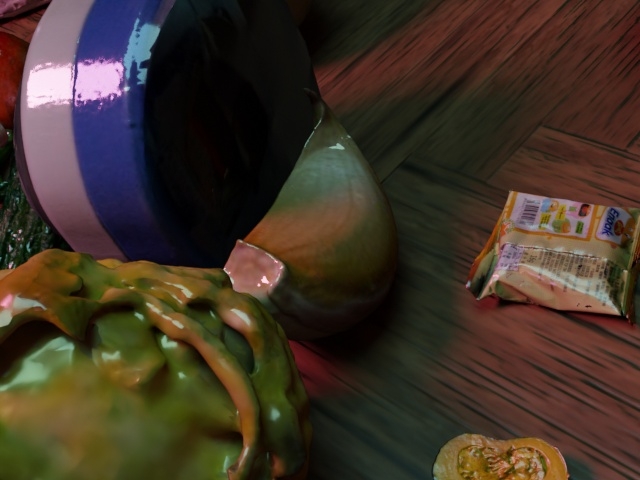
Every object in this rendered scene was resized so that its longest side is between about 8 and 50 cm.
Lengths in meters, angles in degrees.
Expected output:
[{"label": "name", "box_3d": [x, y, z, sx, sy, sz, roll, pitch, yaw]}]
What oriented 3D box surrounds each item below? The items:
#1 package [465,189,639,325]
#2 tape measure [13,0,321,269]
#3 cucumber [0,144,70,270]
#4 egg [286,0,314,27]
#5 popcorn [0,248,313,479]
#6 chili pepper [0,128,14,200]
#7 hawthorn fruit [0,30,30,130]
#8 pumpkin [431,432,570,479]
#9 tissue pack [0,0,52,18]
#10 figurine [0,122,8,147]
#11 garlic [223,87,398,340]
[{"label": "package", "box_3d": [0.180, 0.009, 0.656, 0.120, 0.031, 0.108, 9, 52, 23]}, {"label": "tape measure", "box_3d": [-0.123, -0.096, 0.730, 0.138, 0.259, 0.262, 5, 54, 27]}, {"label": "cucumber", "box_3d": [-0.271, -0.021, 0.848, 0.077, 0.077, 0.265, -17, 45, 6]}, {"label": "egg", "box_3d": [-0.119, -0.315, 0.969, 0.218, 0.218, 0.295, -29, 35, -7]}, {"label": "popcorn", "box_3d": [-0.135, 0.117, 0.541, 0.250, 0.250, 0.190, -19, 26, 4]}, {"label": "chili pepper", "box_3d": [-0.362, -0.080, 0.969, 0.055, 0.035, 0.118, -35, 37, 12]}, {"label": "hawthorn fruit", "box_3d": [-0.378, -0.184, 1.020, 0.125, 0.140, 0.125, -3, 79, 13]}, {"label": "pumpkin", "box_3d": [0.111, 0.149, 0.546, 0.083, 0.028, 0.050, -1, 48, 10]}, {"label": "tissue pack", "box_3d": [-0.419, -0.487, 1.331, 0.242, 0.125, 0.344, -21, 43, 2]}, {"label": "figurine", "box_3d": [-0.362, -0.002, 0.789, 0.133, 0.200, 0.276, 6, 52, -7]}, {"label": "garlic", "box_3d": [-0.008, 0.002, 0.688, 0.115, 0.128, 0.207, -48, 18, 43]}]
